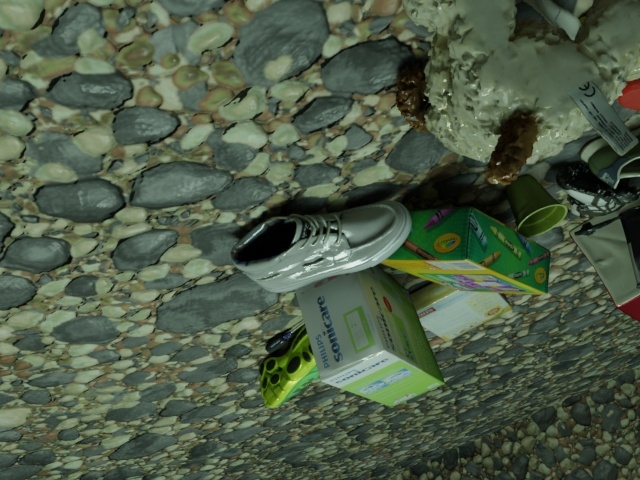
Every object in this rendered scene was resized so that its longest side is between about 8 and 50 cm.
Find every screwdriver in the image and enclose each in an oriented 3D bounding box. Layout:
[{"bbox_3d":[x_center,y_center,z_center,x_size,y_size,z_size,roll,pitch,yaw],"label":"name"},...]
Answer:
[{"bbox_3d":[-0.048,0.179,1.105,0.170,0.025,0.024,-36,143,26],"label":"screwdriver"}]

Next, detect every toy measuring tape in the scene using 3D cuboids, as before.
[{"bbox_3d":[0.342,-0.232,0.613,0.330,0.121,0.121,19,132,-36],"label":"toy measuring tape"}]

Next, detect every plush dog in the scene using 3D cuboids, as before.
[{"bbox_3d":[0.194,-0.145,0.579,0.263,0.210,0.225,13,178,4],"label":"plush dog"}]

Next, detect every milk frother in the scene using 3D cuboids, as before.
[{"bbox_3d":[0.537,0.017,0.959,0.129,0.134,0.143,5,161,-26],"label":"milk frother"}]

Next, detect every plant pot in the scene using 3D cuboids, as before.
[{"bbox_3d":[0.338,-0.060,0.892,0.084,0.079,0.083,-14,147,-9],"label":"plant pot"}]

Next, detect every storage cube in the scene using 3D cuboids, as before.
[{"bbox_3d":[0.644,0.028,1.076,0.215,0.183,0.193,-38,141,28],"label":"storage cube"}]

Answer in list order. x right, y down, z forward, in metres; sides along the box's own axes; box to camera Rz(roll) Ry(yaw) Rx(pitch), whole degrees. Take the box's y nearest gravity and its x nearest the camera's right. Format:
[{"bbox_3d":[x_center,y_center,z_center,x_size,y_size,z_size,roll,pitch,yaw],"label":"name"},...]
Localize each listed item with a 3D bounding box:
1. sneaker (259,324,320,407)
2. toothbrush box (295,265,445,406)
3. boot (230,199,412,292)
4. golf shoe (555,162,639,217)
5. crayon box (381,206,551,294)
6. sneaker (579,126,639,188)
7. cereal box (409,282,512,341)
[{"bbox_3d":[-0.031,0.271,1.170,0.124,0.109,0.295,15,134,-35],"label":"sneaker"},{"bbox_3d":[0.088,0.157,0.972,0.122,0.206,0.283,-30,145,18],"label":"toothbrush box"},{"bbox_3d":[0.000,0.000,0.799,0.259,0.095,0.123,-26,153,13],"label":"boot"},{"bbox_3d":[0.452,-0.072,0.934,0.198,0.077,0.094,7,140,-32],"label":"golf shoe"},{"bbox_3d":[0.236,0.025,0.898,0.166,0.081,0.279,-2,165,44],"label":"crayon box"},{"bbox_3d":[0.514,-0.136,0.860,0.192,0.086,0.064,-19,147,0],"label":"sneaker"},{"bbox_3d":[0.299,0.139,1.193,0.173,0.047,0.240,-31,145,18],"label":"cereal box"}]
